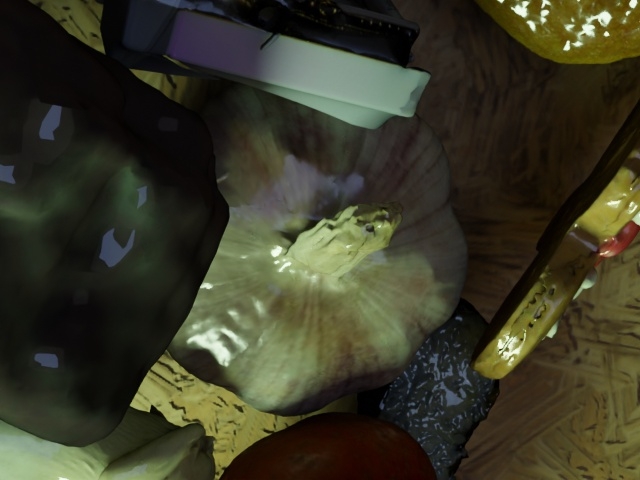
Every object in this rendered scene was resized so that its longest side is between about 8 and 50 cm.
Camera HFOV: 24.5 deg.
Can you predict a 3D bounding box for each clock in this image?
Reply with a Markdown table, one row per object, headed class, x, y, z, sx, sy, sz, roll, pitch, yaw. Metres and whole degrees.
| class | x | y | z | sx | sy | sz | roll | pitch | yaw |
| --- | --- | --- | --- | --- | --- | --- | --- | --- | --- |
| clock | -0.047 | -0.156 | 0.934 | 0.186 | 0.253 | 0.083 | 12 | 116 | -19 |

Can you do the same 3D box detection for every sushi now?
| class | x | y | z | sx | sy | sz | roll | pitch | yaw |
| --- | --- | --- | --- | --- | --- | --- | --- | --- | --- |
| sushi | 0.078 | 0.114 | 1.113 | 0.090 | 0.078 | 0.150 | 20 | 95 | -14 |

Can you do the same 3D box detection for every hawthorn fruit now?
| class | x | y | z | sx | sy | sz | roll | pitch | yaw |
| --- | --- | --- | --- | --- | --- | --- | --- | --- | --- |
| hawthorn fruit | -0.004 | 0.201 | 1.001 | 0.169 | 0.188 | 0.169 | 3 | 99 | 23 |

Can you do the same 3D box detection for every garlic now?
| class | x | y | z | sx | sy | sz | roll | pitch | yaw |
| --- | --- | --- | --- | --- | --- | --- | --- | --- | --- |
| garlic | 0.000 | 0.000 | 0.977 | 0.245 | 0.253 | 0.245 | -1 | 92 | -17 |

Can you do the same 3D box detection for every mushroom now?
| class | x | y | z | sx | sy | sz | roll | pitch | yaw |
| --- | --- | --- | --- | --- | --- | --- | --- | --- | --- |
| mushroom | -0.266 | 0.128 | 0.956 | 0.397 | 0.177 | 0.126 | 7 | 90 | -22 |

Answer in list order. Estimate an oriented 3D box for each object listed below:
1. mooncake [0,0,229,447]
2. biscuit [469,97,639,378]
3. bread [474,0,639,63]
| class | x | y | z | sx | sy | sz | roll | pitch | yaw |
| --- | --- | --- | --- | --- | --- | --- | --- | --- | --- |
| mooncake | -0.237 | -0.054 | 0.814 | 0.381 | 0.350 | 0.212 | 31 | 87 | -4 |
| biscuit | 0.216 | -0.037 | 1.049 | 0.047 | 0.216 | 0.340 | 34 | 74 | 3 |
| bread | 0.182 | -0.254 | 1.002 | 0.227 | 0.142 | 0.253 | -30 | 113 | 35 |
